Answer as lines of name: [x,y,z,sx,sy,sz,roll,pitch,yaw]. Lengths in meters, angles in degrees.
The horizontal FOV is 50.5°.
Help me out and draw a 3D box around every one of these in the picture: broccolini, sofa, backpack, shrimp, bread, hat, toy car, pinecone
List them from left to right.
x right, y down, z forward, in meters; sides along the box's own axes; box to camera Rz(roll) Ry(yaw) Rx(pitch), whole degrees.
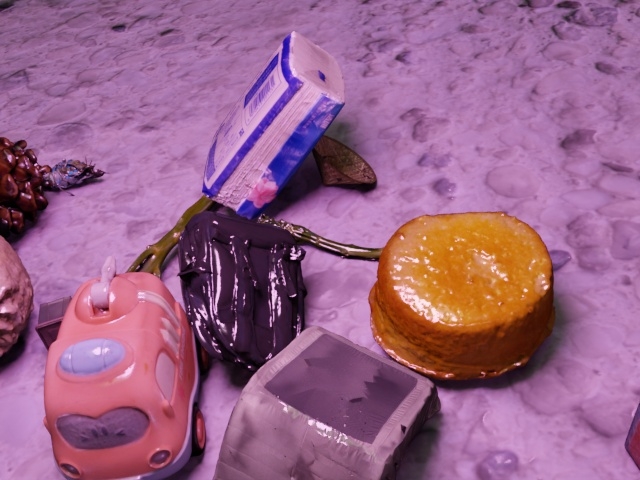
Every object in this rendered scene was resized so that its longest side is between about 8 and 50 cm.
pinecone: [-0.614,-0.083,1.192,0.224,0.224,0.272,32,34,34]
shrimp: [-0.502,-0.127,1.331,0.174,0.076,0.082,3,5,19]
toy car: [-0.256,0.164,0.871,0.180,0.213,0.271,-8,45,2]
broccolini: [-0.262,0.014,1.149,0.073,0.079,0.392,3,38,28]
backpack: [-0.107,0.074,0.967,0.206,0.133,0.258,16,49,-33]
broccolini: [0.000,0.000,1.112,0.238,0.054,0.051,14,35,19]
sofa: [0.012,0.240,0.828,0.210,0.176,0.225,22,24,17]
hat: [0.023,-0.125,1.226,0.146,0.067,0.146,29,25,-15]
bread: [0.196,0.072,0.934,0.268,0.146,0.269,-5,48,5]

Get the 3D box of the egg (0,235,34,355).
egg: [-0.585,0.076,0.986,0.310,0.279,0.279,1,44,-9]

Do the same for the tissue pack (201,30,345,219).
tissue pack: [-0.077,-0.191,1.152,0.137,0.270,0.209,32,27,-20]

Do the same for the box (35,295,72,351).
box: [-0.385,0.132,1.022,0.060,0.085,0.063,-18,39,-7]

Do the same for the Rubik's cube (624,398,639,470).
Rubik's cube: [0.522,0.200,0.632,0.300,0.304,0.305,-15,46,-5]
